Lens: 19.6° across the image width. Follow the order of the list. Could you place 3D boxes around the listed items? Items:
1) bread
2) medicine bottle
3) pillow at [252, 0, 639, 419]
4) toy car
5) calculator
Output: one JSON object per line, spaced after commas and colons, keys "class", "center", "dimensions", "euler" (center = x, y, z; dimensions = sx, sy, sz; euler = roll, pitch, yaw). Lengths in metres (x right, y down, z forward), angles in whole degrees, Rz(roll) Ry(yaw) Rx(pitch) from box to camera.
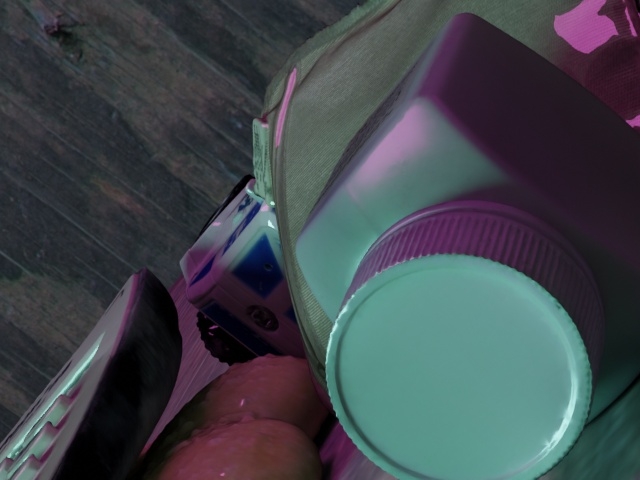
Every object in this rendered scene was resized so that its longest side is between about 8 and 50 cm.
{"class": "bread", "center": [-0.104, 0.165, 0.682], "dimensions": [0.316, 0.054, 0.316], "euler": [-50, 4, 5]}
{"class": "medicine bottle", "center": [0.037, 0.004, 0.398], "dimensions": [0.055, 0.074, 0.118], "euler": [-49, 7, 24]}
{"class": "pillow", "center": [0.032, -0.028, 0.558], "dimensions": [0.233, 0.038, 0.130], "euler": [139, 123, -59]}
{"class": "toy car", "center": [0.000, 0.000, 0.738], "dimensions": [0.170, 0.080, 0.070], "euler": [-46, 8, 48]}
{"class": "calculator", "center": [-0.120, 0.113, 0.654], "dimensions": [0.177, 0.040, 0.268], "euler": [-49, 6, 23]}
